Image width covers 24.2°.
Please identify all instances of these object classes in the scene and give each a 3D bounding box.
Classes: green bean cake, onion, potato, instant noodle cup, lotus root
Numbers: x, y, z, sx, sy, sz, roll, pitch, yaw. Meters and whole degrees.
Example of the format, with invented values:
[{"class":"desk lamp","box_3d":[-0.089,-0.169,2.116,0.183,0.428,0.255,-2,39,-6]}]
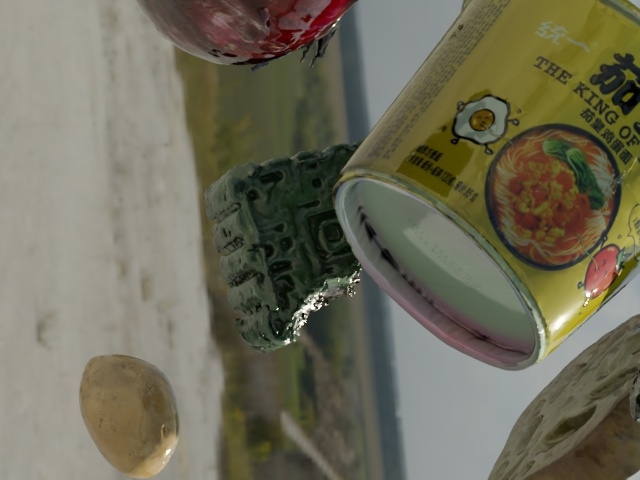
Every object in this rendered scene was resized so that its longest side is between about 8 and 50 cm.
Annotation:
[{"class":"green bean cake","box_3d":[0.000,0.000,1.556,0.107,0.208,0.193,139,-65,-66]},{"class":"onion","box_3d":[-0.051,-0.291,1.125,0.314,0.232,0.314,-35,-137,40]},{"class":"potato","box_3d":[-0.210,0.193,1.651,0.112,0.112,0.147,82,-15,-61]},{"class":"instant noodle cup","box_3d":[0.182,-0.054,1.373,0.325,0.254,0.326,38,-21,18]},{"class":"lotus root","box_3d":[0.372,0.258,2.069,0.111,0.375,0.390,44,-12,-3]}]

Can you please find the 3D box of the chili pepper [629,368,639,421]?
[{"class":"chili pepper","box_3d":[0.428,0.155,1.475,0.148,0.264,0.116,-108,-143,-58]}]
